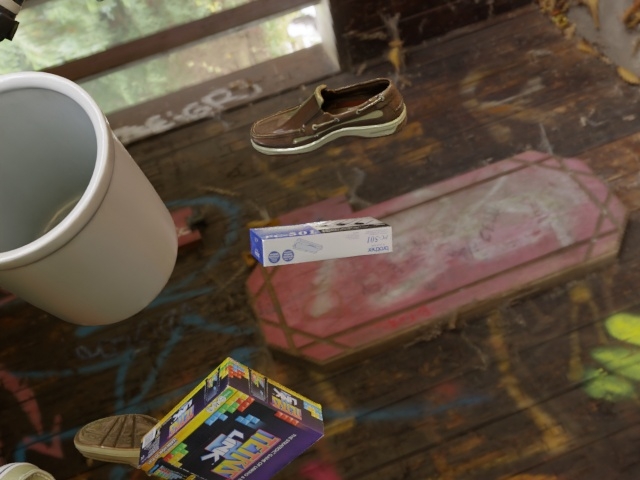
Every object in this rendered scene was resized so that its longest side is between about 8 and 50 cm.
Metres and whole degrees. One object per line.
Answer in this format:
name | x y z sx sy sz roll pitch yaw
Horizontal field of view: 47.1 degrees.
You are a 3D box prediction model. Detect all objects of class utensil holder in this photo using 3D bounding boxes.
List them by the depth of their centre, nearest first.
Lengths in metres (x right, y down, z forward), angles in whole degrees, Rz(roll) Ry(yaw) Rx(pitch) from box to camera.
utensil holder | -0.447 -0.044 1.268 0.385 0.328 0.327 69 178 -66

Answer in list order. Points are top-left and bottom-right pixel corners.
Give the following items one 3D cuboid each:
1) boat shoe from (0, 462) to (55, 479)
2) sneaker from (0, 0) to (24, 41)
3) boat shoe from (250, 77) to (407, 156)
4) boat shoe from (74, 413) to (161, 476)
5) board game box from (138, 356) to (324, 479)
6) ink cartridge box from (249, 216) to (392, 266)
boat shoe | -0.231 0.278 0.575 0.109 0.094 0.302 50 -175 -28
sneaker | -0.358 -0.223 0.602 0.121 0.217 0.079 -71 21 6
boat shoe | 0.004 -0.208 1.171 0.095 0.258 0.095 68 -166 -47
boat shoe | -0.305 0.394 1.365 0.109 0.303 0.098 -90 2 -68
board game box | -0.104 0.228 0.851 0.141 0.170 0.048 34 -154 -26
ink cartridge box | 0.000 0.000 1.156 0.097 0.207 0.046 -147 52 -70
